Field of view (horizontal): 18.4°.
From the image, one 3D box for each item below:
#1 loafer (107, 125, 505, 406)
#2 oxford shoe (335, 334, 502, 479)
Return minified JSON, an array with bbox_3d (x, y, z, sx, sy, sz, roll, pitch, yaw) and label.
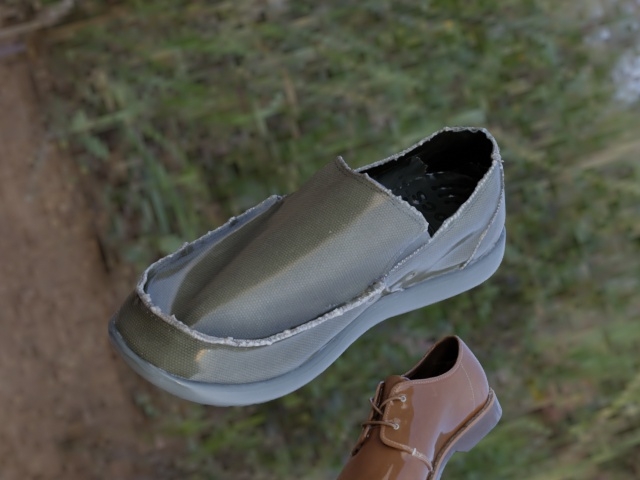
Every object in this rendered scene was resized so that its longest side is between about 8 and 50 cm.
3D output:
[{"bbox_3d":[0.000,0.000,0.973,0.094,0.251,0.087,36,-48,28],"label":"loafer"},{"bbox_3d":[0.046,0.137,1.333,0.076,0.212,0.076,-5,-64,36],"label":"oxford shoe"}]
